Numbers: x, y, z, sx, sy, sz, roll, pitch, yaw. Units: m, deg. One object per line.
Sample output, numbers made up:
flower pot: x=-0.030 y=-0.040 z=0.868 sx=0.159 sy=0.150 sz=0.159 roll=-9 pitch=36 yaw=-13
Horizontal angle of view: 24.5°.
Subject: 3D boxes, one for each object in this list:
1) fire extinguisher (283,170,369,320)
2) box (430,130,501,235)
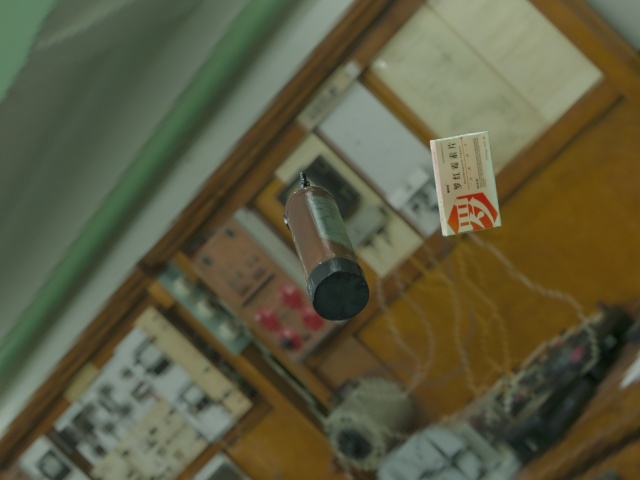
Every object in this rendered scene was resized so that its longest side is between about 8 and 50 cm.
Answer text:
fire extinguisher: x=0.000 y=0.000 z=1.252 sx=0.050 sy=0.062 sz=0.177 roll=-13 pitch=35 yaw=-4
box: x=0.138 y=-0.054 z=1.405 sx=0.058 sy=0.093 sz=0.015 roll=-10 pitch=6 yaw=-18
